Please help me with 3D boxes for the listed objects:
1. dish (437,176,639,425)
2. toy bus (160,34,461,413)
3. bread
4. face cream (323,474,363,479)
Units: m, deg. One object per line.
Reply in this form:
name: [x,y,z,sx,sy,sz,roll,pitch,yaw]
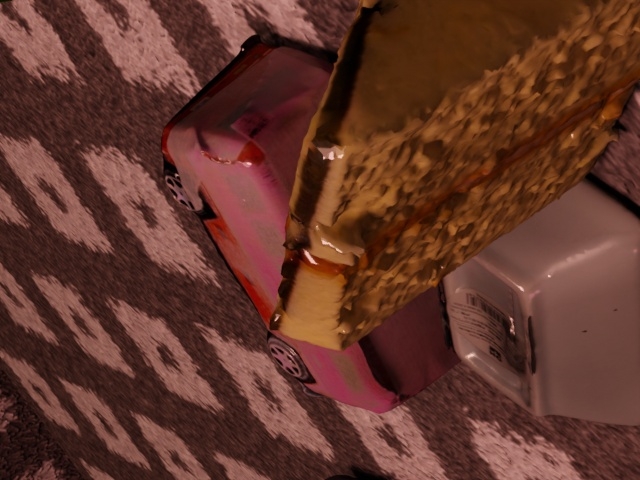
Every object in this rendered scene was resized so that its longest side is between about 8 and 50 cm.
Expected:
dish: [0.135,0.035,1.276,0.182,0.080,0.243,36,158,30]
toy bus: [0.000,0.000,1.419,0.147,0.127,0.303,16,143,51]
bread: [0.034,-0.089,1.019,0.198,0.236,0.263,43,158,14]
face cream: [0.080,0.287,1.861,0.073,0.073,0.283,55,160,-18]
